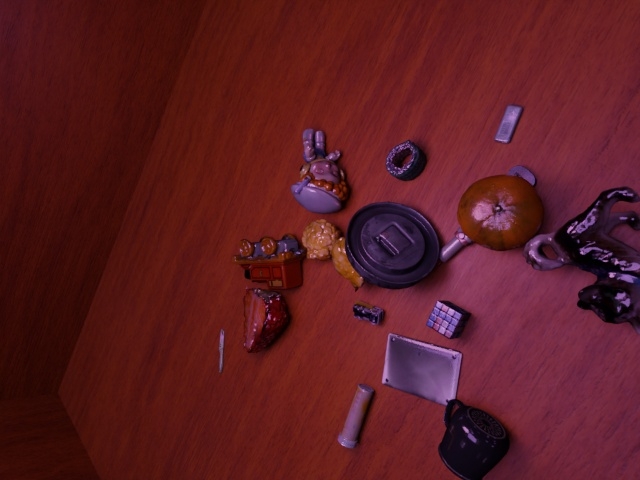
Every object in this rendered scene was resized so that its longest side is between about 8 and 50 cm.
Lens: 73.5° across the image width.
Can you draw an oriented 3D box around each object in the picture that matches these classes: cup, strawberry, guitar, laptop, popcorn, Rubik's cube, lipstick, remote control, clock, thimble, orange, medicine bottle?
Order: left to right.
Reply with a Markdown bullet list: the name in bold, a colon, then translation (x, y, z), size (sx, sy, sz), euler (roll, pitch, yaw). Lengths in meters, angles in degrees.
- **strawberry**: translation (-0.222, 0.339, 1.823), size (0.253, 0.150, 0.281), euler (-10, 79, 57)
- **popcorn**: translation (0.000, 0.000, 1.701), size (0.179, 0.170, 0.180), euler (-20, 35, 15)
- **medicine bottle**: translation (0.130, 0.634, 1.557), size (0.073, 0.074, 0.218), euler (21, 94, 37)
- **popcorn**: translation (0.160, 0.061, 1.560), size (0.254, 0.190, 0.191), euler (50, 144, 17)
- **clock**: translation (0.238, 0.013, 1.442), size (0.066, 0.318, 0.319), euler (102, 145, -58)
- **thimble**: translation (0.308, -0.284, 1.546), size (0.135, 0.090, 0.119), euler (-41, 64, 23)
- **laptop**: translation (0.338, 0.438, 1.462), size (0.269, 0.015, 0.188), euler (8, 89, 37)
- **Rubik's cube**: translation (0.414, 0.255, 1.384), size (0.092, 0.092, 0.092), euler (30, 101, 36)
- **lipstick**: translation (0.438, 0.024, 1.425), size (0.186, 0.057, 0.063), euler (-49, 59, 24)
- **cup**: translation (0.441, 0.590, 1.288), size (0.177, 0.169, 0.223), euler (-69, 23, 17)
- **orange**: translation (0.528, -0.083, 1.270), size (0.240, 0.171, 0.240), euler (-2, 86, 30)
- **guitar**: translation (0.575, -0.133, 1.363), size (0.233, 0.025, 0.088), euler (-50, 59, 21)
- **remote control**: translation (0.605, -0.375, 1.381), size (0.053, 0.017, 0.125), euler (23, 97, 38)

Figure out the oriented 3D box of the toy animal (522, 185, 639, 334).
- **toy animal**: translation (0.734, 0.082, 1.117), size (0.302, 0.194, 0.345), euler (-29, 64, 24)

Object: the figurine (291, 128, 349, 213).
- **figurine**: translation (0.001, -0.274, 1.757), size (0.205, 0.224, 0.382), euler (-43, 33, 49)

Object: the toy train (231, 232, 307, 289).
- **toy train**: translation (-0.207, 0.093, 1.834), size (0.368, 0.163, 0.232), euler (-5, 92, 39)

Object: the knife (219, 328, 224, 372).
- **knife**: translation (-0.477, 0.532, 2.062), size (0.030, 0.014, 0.207), euler (-5, 79, 36)

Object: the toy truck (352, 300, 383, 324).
- **toy truck**: translation (0.174, 0.262, 1.584), size (0.123, 0.062, 0.052), euler (15, 114, 37)
